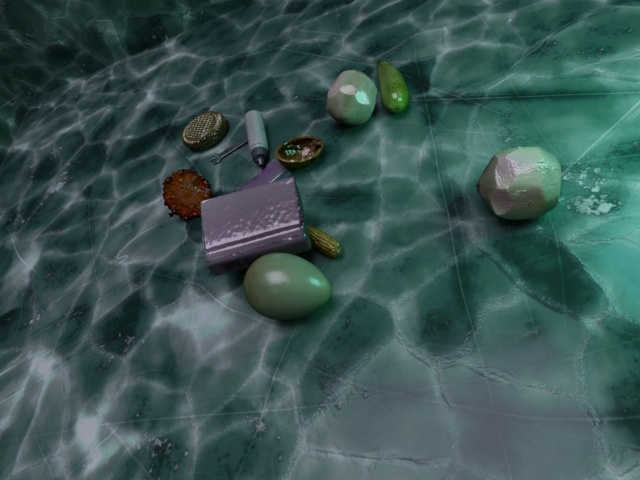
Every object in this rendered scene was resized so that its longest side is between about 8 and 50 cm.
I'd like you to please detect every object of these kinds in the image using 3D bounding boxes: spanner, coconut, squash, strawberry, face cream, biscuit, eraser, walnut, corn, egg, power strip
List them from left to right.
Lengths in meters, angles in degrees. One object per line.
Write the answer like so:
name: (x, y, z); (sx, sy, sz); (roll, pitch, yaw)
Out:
strawberry: (-0.576, -0.216, 1.985); (0.234, 0.234, 0.178); (-22, 20, 8)
biscuit: (-0.587, -0.558, 2.267); (0.259, 0.079, 0.259); (-12, 53, 15)
spanner: (-0.400, -0.456, 2.153); (0.302, 0.017, 0.071); (-33, 51, 0)
eraser: (-0.231, -0.053, 1.585); (0.359, 0.122, 0.272); (-15, 60, 4)
face cream: (-0.288, -0.458, 2.048); (0.092, 0.092, 0.311); (-20, 58, 10)
power strip: (-0.248, -0.241, 1.916); (0.279, 0.037, 0.109); (-42, 51, -9)
egg: (-0.107, 0.153, 1.456); (0.295, 0.218, 0.218); (9, 60, 16)
walnut: (-0.088, -0.361, 1.895); (0.211, 0.087, 0.167); (-20, 51, -11)
corn: (0.000, 0.000, 1.614); (0.207, 0.068, 0.068); (33, 74, 37)
coconut: (0.125, -0.592, 1.895); (0.224, 0.224, 0.234); (14, 65, 31)
squash: (0.308, -0.681, 1.943); (0.118, 0.118, 0.371); (-16, 47, 13)
coconut: (0.601, -0.179, 1.378); (0.230, 0.227, 0.227); (1, 57, 16)
